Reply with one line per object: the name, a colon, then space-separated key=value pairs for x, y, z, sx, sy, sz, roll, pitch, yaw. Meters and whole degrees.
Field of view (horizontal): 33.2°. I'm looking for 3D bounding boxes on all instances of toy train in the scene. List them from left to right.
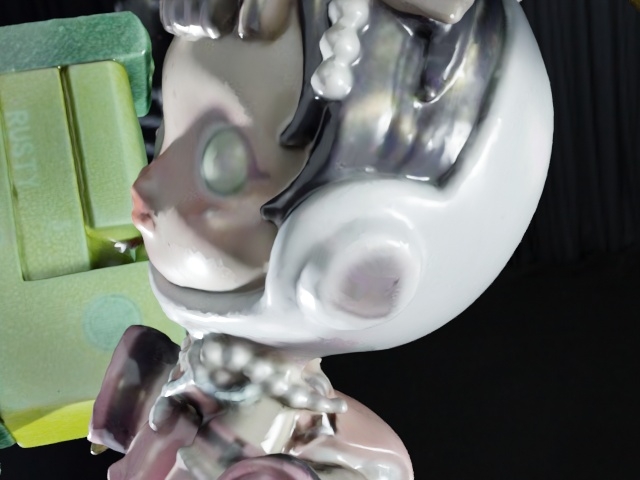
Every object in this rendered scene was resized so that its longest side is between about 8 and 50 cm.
toy train: x=-0.231 y=-0.013 z=0.805 sx=0.253 sy=0.160 sz=0.397 roll=-10 pitch=-111 yaw=-10

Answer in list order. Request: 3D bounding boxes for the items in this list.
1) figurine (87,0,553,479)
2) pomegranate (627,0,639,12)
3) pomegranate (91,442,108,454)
figurine: x=-0.006 y=-0.002 z=0.590 sx=0.211 sy=0.361 sz=0.253 roll=1 pitch=-166 yaw=-43
pomegranate: x=0.215 y=-0.210 z=0.404 sx=0.333 sy=0.332 sz=0.332 roll=-5 pitch=-152 yaw=3
pomegranate: x=-0.188 y=0.122 z=1.403 sx=0.291 sy=0.323 sz=0.290 roll=15 pitch=-140 yaw=-13
